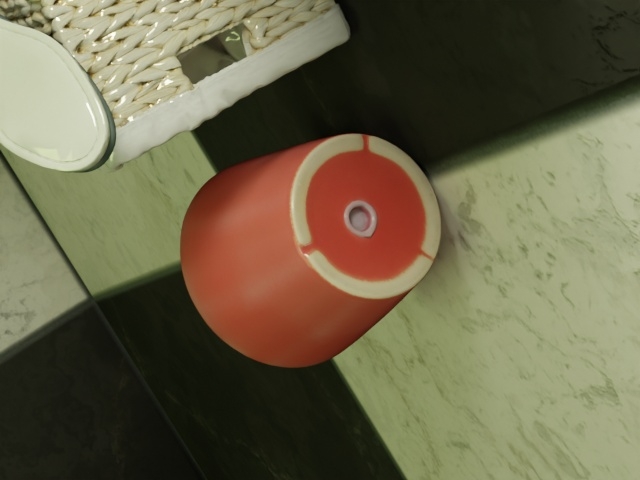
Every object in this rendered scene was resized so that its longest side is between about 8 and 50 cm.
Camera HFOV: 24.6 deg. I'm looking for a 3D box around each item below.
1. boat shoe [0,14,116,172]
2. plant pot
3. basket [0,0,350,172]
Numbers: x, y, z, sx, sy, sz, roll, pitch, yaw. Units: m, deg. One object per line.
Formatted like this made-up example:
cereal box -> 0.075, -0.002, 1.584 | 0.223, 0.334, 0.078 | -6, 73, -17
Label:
boat shoe -> -0.299, -0.159, 1.513 | 0.319, 0.116, 0.099 | 35, -173, 34
plant pot -> 0.000, 0.000, 1.738 | 0.275, 0.275, 0.243 | 58, 151, -2
basket -> -0.203, -0.266, 1.678 | 0.331, 0.328, 0.266 | 9, 127, 64
